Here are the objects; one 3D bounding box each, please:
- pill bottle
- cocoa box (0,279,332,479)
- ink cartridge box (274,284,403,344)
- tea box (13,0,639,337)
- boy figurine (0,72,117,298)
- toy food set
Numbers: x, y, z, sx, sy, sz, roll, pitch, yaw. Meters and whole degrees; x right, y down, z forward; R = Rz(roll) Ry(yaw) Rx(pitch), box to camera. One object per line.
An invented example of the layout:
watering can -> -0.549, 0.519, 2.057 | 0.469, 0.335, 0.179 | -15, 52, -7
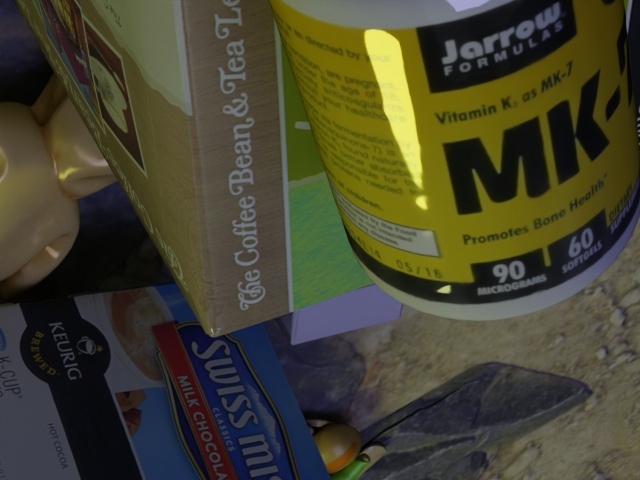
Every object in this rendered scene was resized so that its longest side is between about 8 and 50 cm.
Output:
pill bottle -> 0.045, -0.079, 0.499 | 0.119, 0.119, 0.208 | -28, 136, -8
cocoa box -> -0.162, 0.219, 1.000 | 0.228, 0.231, 0.347 | -7, 146, -29
ink cartridge box -> 0.000, 0.000, 1.019 | 0.092, 0.143, 0.090 | -13, 134, -23
tea box -> 0.019, -0.174, 0.727 | 0.324, 0.329, 0.220 | -20, 136, -17
boy figurine -> -0.221, -0.029, 0.887 | 0.285, 0.092, 0.177 | -34, 139, -3
toy food set -> -0.024, 0.206, 1.275 | 0.132, 0.038, 0.192 | -44, 138, 11
